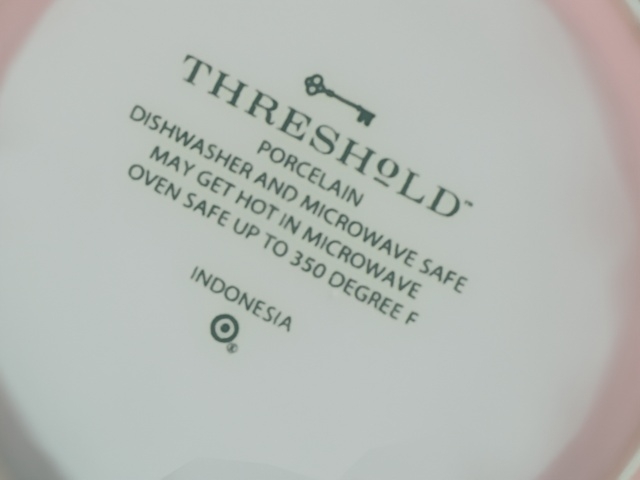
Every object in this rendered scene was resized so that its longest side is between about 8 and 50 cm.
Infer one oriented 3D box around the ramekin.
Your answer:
[{"bbox_3d":[0.000,0.000,0.560,0.273,0.127,0.273,0,89,6],"label":"ramekin"}]
